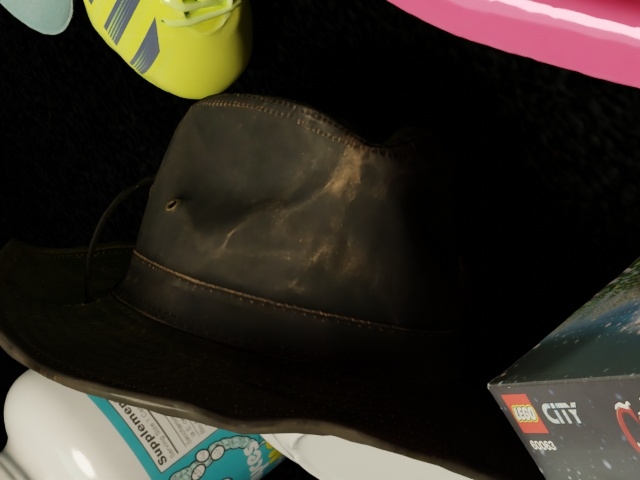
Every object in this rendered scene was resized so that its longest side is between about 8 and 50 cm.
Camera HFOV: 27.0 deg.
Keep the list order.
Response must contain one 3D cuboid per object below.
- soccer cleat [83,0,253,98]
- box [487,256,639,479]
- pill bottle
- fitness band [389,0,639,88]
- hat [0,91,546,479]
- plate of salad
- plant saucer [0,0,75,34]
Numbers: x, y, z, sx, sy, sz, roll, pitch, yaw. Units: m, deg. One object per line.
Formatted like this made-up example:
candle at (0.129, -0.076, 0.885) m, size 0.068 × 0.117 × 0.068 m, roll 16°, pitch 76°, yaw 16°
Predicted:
soccer cleat at (-0.067, -0.169, 0.645) m, size 0.121 × 0.093 × 0.289 m, roll 35°, pitch 150°, yaw 32°
box at (0.169, 0.008, 0.366) m, size 0.044 × 0.159 × 0.233 m, roll 56°, pitch 156°, yaw -7°
pill bottle at (-0.098, 0.108, 0.858) m, size 0.146 × 0.264 × 0.146 m, roll 42°, pitch 154°, yaw 26°
fitness band at (0.095, -0.135, 0.365) m, size 0.290 × 0.054 × 0.209 m, roll 20°, pitch 137°, yaw 26°
hat at (0.000, 0.000, 0.647) m, size 0.331 × 0.331 × 0.134 m, roll 25°, pitch 101°, yaw 47°
plate of salad at (0.057, 0.117, 0.773) m, size 0.199 × 0.048 × 0.200 m, roll 14°, pitch 154°, yaw 7°
plant saucer at (-0.211, -0.232, 0.890) m, size 0.195 × 0.037 × 0.195 m, roll 40°, pitch 152°, yaw 26°
